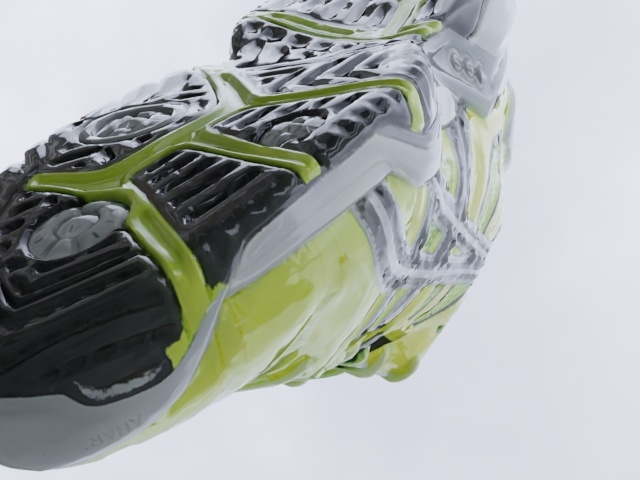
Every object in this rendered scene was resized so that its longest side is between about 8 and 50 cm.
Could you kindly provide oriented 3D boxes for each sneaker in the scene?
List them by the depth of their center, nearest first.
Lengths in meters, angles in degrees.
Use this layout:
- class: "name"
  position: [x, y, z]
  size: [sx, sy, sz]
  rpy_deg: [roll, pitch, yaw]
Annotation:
- class: "sneaker"
  position: [0.000, 0.000, 0.654]
  size: [0.145, 0.385, 0.147]
  rpy_deg: [-2, -70, 27]
